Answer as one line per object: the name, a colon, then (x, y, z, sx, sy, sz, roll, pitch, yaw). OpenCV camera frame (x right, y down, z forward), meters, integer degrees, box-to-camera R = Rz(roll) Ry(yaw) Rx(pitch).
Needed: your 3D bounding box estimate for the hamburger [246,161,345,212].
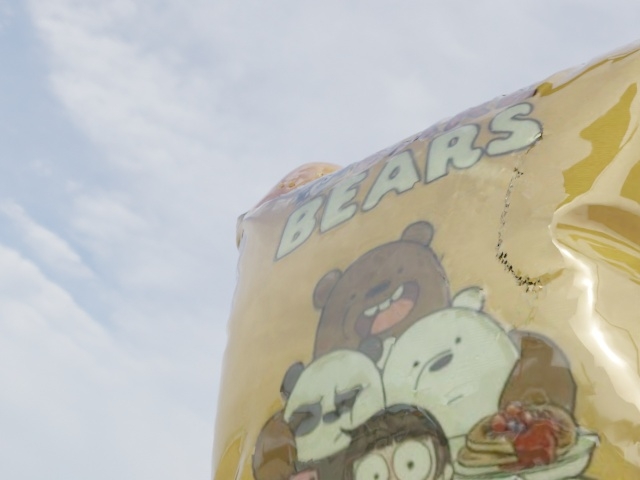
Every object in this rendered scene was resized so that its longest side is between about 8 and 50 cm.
hamburger: (0.000, 0.000, 0.971, 0.144, 0.283, 0.156, 32, -72, -22)

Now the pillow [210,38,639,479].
pillow: (0.061, 0.060, 0.452, 0.310, 0.312, 0.119, -26, -45, 34)
